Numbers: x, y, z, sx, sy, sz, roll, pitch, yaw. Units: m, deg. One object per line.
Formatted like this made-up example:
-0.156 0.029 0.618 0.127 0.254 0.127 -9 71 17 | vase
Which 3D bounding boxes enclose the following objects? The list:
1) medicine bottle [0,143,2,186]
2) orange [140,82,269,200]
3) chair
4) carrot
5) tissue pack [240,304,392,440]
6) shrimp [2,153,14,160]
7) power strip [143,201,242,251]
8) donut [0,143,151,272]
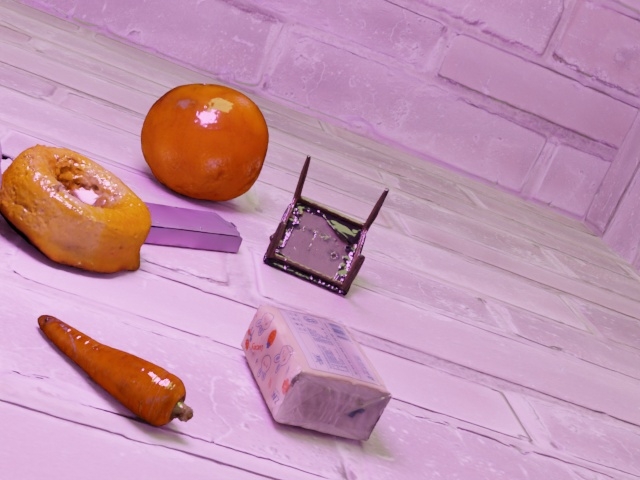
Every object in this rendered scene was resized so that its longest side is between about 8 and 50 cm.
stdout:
-0.513 -0.084 1.299 0.165 0.165 0.273 18 17 -21 | medicine bottle
-0.235 -0.206 1.984 0.261 0.261 0.261 22 15 -6 | orange
0.000 0.000 1.812 0.188 0.166 0.272 23 -27 -1 | chair
-0.251 0.143 1.137 0.257 0.061 0.061 27 15 25 | carrot
-0.010 0.176 1.306 0.148 0.092 0.196 17 15 -24 | tissue pack
-0.670 -0.193 1.466 0.411 0.166 0.221 2 -12 -10 | shrimp
-0.261 -0.027 1.714 0.279 0.037 0.109 8 23 -46 | power strip
-0.376 -0.043 1.487 0.253 0.118 0.253 35 19 -13 | donut
